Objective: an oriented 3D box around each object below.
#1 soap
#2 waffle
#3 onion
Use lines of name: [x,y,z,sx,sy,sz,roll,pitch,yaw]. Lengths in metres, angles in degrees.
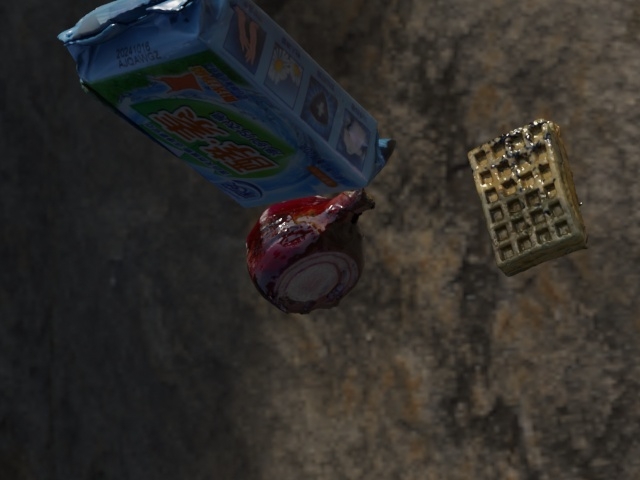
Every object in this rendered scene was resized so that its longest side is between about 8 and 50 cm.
soap: [-0.075,-0.119,1.113,0.156,0.293,0.077,-9,57,38]
waffle: [0.214,-0.045,1.367,0.102,0.042,0.148,-25,61,27]
onion: [-0.008,-0.010,1.720,0.198,0.173,0.135,-55,52,21]
